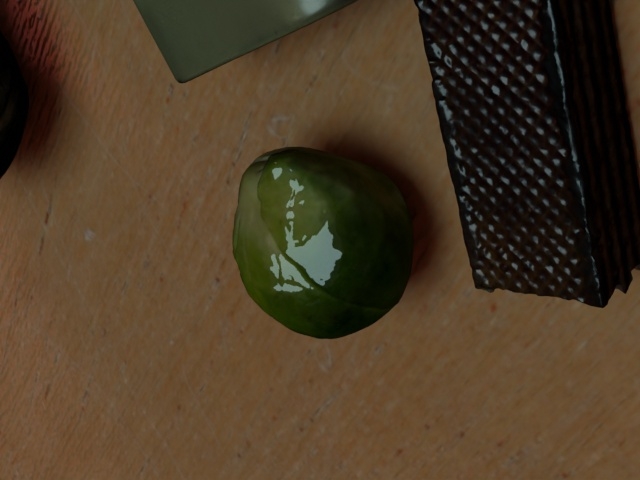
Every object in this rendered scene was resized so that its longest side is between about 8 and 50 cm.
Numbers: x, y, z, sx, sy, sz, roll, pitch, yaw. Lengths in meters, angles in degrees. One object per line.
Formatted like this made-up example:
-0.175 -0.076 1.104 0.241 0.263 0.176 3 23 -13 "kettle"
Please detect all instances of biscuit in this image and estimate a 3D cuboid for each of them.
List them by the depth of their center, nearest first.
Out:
0.139 -0.074 0.767 0.106 0.070 0.252 6 117 44 "biscuit"

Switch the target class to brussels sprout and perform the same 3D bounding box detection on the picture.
0.002 0.001 0.915 0.155 0.117 0.155 2 92 44 "brussels sprout"

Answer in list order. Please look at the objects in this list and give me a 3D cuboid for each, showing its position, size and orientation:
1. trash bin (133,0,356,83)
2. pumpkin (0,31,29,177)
-0.075 -0.260 0.840 0.243 0.121 0.247 -16 105 49 "trash bin"
-0.418 -0.175 1.167 0.296 0.296 0.295 24 128 34 "pumpkin"
